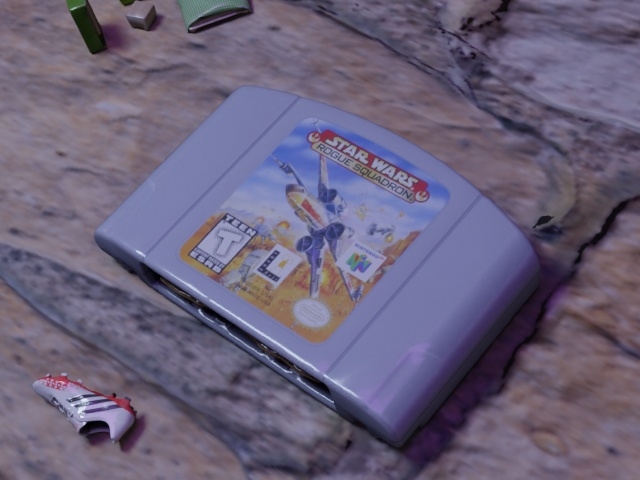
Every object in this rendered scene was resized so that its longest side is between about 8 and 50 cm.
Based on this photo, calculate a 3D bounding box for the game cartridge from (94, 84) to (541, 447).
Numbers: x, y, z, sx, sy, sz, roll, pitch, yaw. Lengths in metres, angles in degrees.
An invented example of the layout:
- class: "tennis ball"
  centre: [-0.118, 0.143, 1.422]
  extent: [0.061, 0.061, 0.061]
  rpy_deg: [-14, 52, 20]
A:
- class: "game cartridge"
  centre: [0.000, 0.000, 0.996]
  extent: [0.297, 0.062, 0.198]
  rpy_deg: [30, 71, 28]

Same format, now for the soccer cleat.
- class: "soccer cleat"
  centre: [-0.172, 0.120, 0.962]
  extent: [0.083, 0.029, 0.035]
  rpy_deg: [16, 56, 16]

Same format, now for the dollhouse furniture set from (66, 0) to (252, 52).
- class: "dollhouse furniture set"
  centre: [-0.142, -0.219, 1.171]
  extent: [0.151, 0.058, 0.076]
  rpy_deg: [-19, 55, -2]
